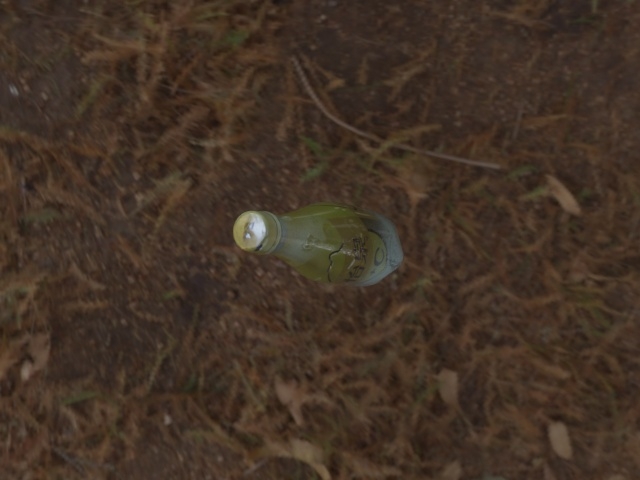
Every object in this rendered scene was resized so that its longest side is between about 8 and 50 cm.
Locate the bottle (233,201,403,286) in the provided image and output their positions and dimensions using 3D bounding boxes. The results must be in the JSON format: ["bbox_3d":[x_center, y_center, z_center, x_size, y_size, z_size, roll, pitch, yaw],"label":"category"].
[{"bbox_3d":[0.000,0.000,1.100,0.269,0.083,0.083,11,101,-64],"label":"bottle"}]
